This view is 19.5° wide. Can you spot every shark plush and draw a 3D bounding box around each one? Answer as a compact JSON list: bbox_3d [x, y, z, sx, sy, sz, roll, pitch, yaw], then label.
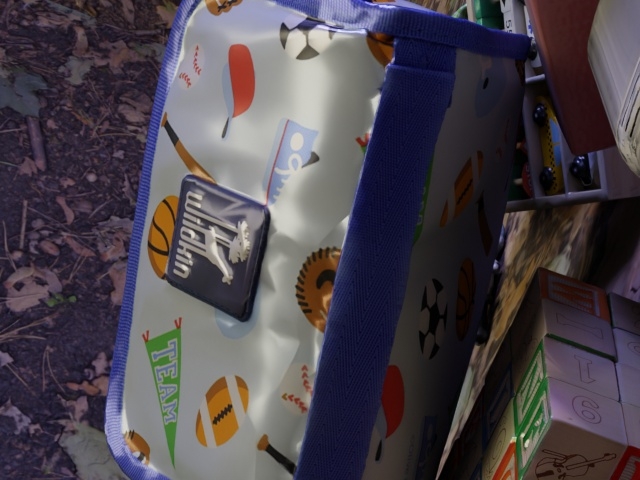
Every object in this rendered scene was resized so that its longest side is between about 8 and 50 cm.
[{"bbox_3d":[0.144,0.041,1.674,0.161,0.073,0.067,-116,23,-55],"label":"shark plush"}]

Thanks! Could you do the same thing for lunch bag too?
[{"bbox_3d":[0.000,0.000,1.174,0.385,0.239,0.327,-117,38,-80],"label":"lunch bag"}]

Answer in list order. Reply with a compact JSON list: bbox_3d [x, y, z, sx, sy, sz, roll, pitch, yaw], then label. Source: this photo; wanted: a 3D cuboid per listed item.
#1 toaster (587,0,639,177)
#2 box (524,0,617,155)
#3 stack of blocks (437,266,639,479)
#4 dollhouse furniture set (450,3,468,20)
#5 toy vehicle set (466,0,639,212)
[{"bbox_3d":[0.212,-0.109,0.917,0.146,0.129,0.227,-83,15,-61],"label":"toaster"},{"bbox_3d":[0.169,-0.187,1.068,0.148,0.127,0.232,-83,-24,-71],"label":"box"},{"bbox_3d":[0.125,0.162,0.981,0.297,0.087,0.171,-79,11,-63],"label":"stack of blocks"},{"bbox_3d":[0.097,-0.193,1.541,0.301,0.151,0.197,-64,-17,-4],"label":"dollhouse furniture set"},{"bbox_3d":[0.159,-0.155,1.313,0.166,0.035,0.266,170,93,-67],"label":"toy vehicle set"}]
